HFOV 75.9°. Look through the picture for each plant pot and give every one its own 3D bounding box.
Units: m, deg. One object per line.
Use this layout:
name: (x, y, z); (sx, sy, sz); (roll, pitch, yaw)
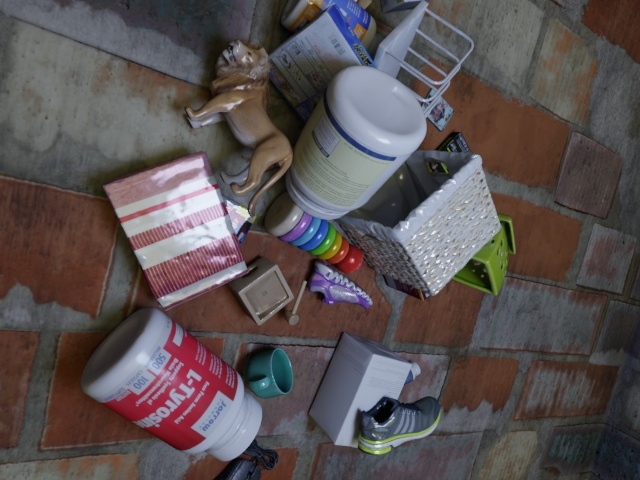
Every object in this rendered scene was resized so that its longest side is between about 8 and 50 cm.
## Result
plant pot: (0.514, 0.016, 1.368); (0.207, 0.228, 0.227); (-53, 138, -15)

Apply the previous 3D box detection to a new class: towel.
towel: (-0.331, -0.022, 0.983); (0.237, 0.037, 0.328); (-24, 112, -22)

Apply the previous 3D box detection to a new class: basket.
basket: (0.276, -0.061, 1.192); (0.331, 0.328, 0.266); (-41, 118, -15)

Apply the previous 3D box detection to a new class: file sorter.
file sorter: (0.237, -0.420, 1.085); (0.173, 0.277, 0.192); (39, 72, 5)

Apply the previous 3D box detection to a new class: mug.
mug: (-0.156, 0.376, 1.162); (0.098, 0.129, 0.157); (-19, 143, 17)

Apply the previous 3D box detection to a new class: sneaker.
sneaker: (0.054, 0.156, 1.260); (0.237, 0.095, 0.104); (34, 91, -24)
sneaker: (0.242, 0.524, 1.224); (0.300, 0.111, 0.121); (-11, 104, -31)

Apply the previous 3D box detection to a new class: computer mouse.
computer mouse: (-0.257, 0.731, 1.223); (0.272, 0.072, 0.188); (-48, 118, -11)

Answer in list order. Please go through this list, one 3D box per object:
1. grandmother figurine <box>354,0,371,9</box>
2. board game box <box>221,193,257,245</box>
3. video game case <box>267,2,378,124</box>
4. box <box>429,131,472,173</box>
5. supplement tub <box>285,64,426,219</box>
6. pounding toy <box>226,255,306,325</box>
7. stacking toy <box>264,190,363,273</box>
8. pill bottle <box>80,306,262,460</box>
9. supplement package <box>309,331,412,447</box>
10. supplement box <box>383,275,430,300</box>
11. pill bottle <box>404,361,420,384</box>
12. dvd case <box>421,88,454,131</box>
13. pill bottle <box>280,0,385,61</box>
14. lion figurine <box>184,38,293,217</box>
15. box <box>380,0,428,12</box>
grandmother figurine: (0.028, -0.768, 1.044); (0.342, 0.104, 0.207); (43, 58, -30)
board game box: (-0.295, -0.032, 1.052); (0.194, 0.060, 0.194); (30, 87, -29)
video game case: (0.017, -0.401, 1.035); (0.269, 0.245, 0.061); (48, 50, -27)
box: (0.451, -0.240, 1.405); (0.184, 0.045, 0.190); (-46, 118, -9)
supplement tub: (0.065, -0.214, 0.977); (0.236, 0.325, 0.235); (13, 57, -21)
pounding toy: (-0.133, 0.151, 1.161); (0.181, 0.094, 0.205); (-37, 124, -21)
stacking toy: (0.000, 0.000, 1.183); (0.330, 0.141, 0.141); (38, 82, -34)
pill bottle: (-0.342, 0.369, 1.014); (0.229, 0.229, 0.407); (-47, 117, -12)
supplement package: (0.123, 0.474, 1.307); (0.178, 0.175, 0.292); (24, 89, -32)
supplement box: (0.293, 0.111, 1.312); (0.104, 0.188, 0.080); (-30, 111, -20)
pill bottle: (0.292, 0.476, 1.457); (0.120, 0.067, 0.066); (-17, 108, -23)
dvd case: (0.382, -0.427, 1.347); (0.120, 0.013, 0.087); (35, 84, -29)
pill bottle: (0.047, -0.548, 1.069); (0.272, 0.152, 0.152); (25, 88, -29)
lion figurine: (-0.164, -0.270, 0.978); (0.241, 0.142, 0.391); (-29, 89, -12)
box: (0.229, -0.764, 1.146); (0.114, 0.103, 0.202); (-21, 109, -23)
